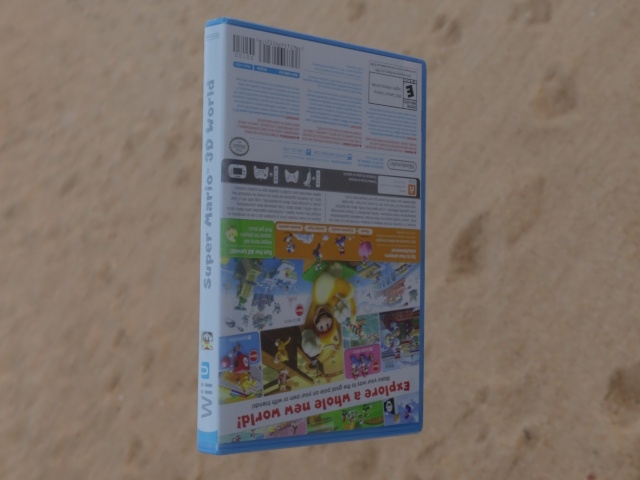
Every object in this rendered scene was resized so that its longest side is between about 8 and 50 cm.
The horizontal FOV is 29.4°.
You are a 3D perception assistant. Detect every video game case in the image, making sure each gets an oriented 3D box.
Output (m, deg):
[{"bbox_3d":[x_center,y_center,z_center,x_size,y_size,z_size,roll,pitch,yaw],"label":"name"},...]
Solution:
[{"bbox_3d":[0.000,0.000,0.503,0.015,0.119,0.166,-2,86,45],"label":"video game case"}]
